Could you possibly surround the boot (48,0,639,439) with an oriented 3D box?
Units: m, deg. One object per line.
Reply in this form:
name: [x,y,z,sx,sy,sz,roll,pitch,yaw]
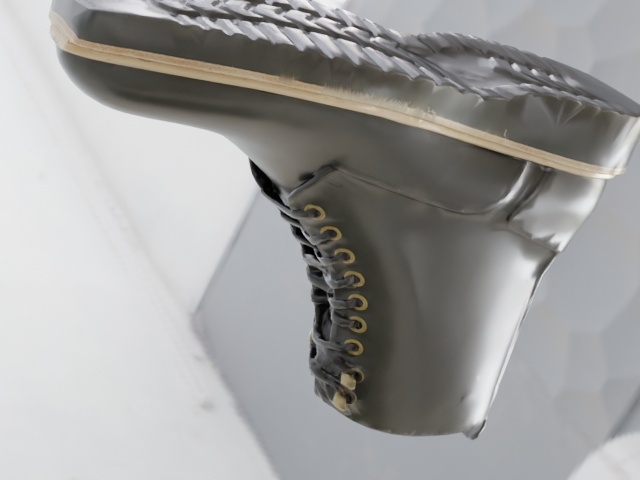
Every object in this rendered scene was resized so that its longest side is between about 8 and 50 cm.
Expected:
boot: [0.000,0.000,0.459,0.198,0.137,0.077,11,-158,-26]
